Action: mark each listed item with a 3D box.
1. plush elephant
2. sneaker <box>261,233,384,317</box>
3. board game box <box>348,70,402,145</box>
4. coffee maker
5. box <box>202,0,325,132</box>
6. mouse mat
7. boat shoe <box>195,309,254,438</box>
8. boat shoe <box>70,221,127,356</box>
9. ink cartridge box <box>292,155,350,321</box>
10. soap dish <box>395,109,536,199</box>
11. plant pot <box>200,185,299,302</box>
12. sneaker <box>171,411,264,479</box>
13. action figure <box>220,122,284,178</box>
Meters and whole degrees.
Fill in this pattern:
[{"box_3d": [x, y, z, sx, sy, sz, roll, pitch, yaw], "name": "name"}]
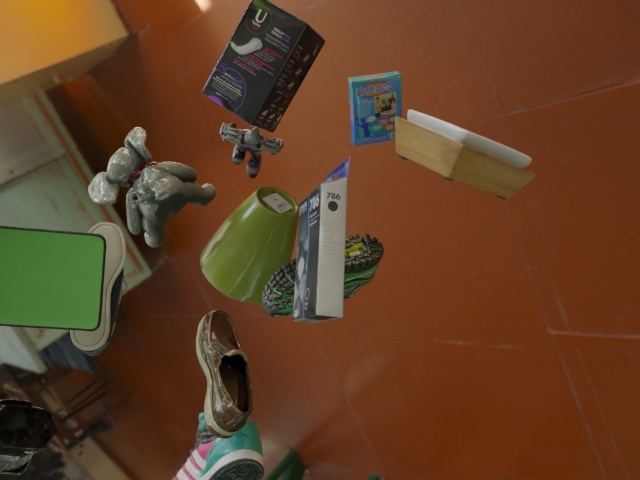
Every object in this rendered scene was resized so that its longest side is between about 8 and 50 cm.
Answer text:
[{"box_3d": [-0.526, -0.172, 1.813, 0.255, 0.272, 0.330, 46, 180, 17], "name": "plush elephant"}, {"box_3d": [0.014, 0.114, 1.493, 0.134, 0.344, 0.146, 44, 144, 39], "name": "sneaker"}, {"box_3d": [0.172, -0.410, 1.895, 0.047, 0.160, 0.210, -115, 18, -57], "name": "board game box"}, {"box_3d": [-0.623, 0.389, 1.174, 0.178, 0.171, 0.120, -42, 66, 42], "name": "coffee maker"}, {"box_3d": [-0.138, -0.428, 1.497, 0.165, 0.143, 0.270, 35, 102, 14], "name": "box"}, {"box_3d": [-0.424, 0.058, 0.913, 0.007, 0.190, 0.152, -150, 66, -78], "name": "mouse mat"}, {"box_3d": [-0.166, 0.229, 1.132, 0.095, 0.095, 0.257, -46, 45, 32], "name": "boat shoe"}, {"box_3d": [-0.416, 0.091, 1.152, 0.079, 0.095, 0.254, 120, 148, -63], "name": "boat shoe"}, {"box_3d": [0.000, 0.000, 1.260, 0.165, 0.065, 0.332, 146, 130, -68], "name": "ink cartridge box"}, {"box_3d": [0.336, -0.200, 1.446, 0.229, 0.291, 0.118, 37, 109, 48], "name": "soap dish"}, {"box_3d": [-0.184, -0.010, 1.841, 0.275, 0.275, 0.293, 41, 124, 14], "name": "plant pot"}, {"box_3d": [-0.227, 0.434, 1.206, 0.296, 0.178, 0.124, -38, 119, 20], "name": "sneaker"}, {"box_3d": [-0.209, -0.281, 1.788, 0.186, 0.099, 0.285, 26, 165, -7], "name": "action figure"}]
